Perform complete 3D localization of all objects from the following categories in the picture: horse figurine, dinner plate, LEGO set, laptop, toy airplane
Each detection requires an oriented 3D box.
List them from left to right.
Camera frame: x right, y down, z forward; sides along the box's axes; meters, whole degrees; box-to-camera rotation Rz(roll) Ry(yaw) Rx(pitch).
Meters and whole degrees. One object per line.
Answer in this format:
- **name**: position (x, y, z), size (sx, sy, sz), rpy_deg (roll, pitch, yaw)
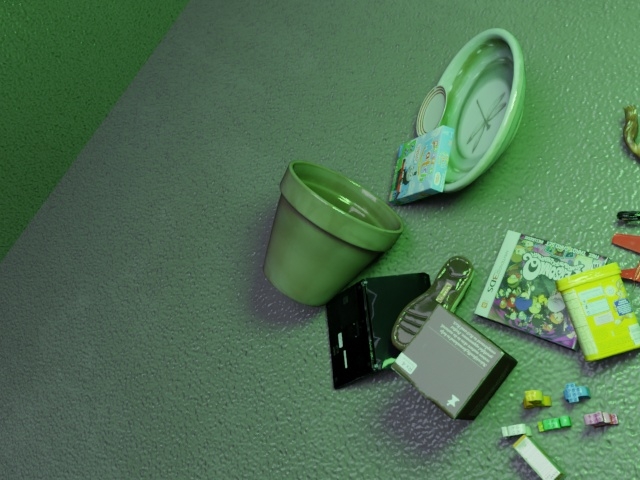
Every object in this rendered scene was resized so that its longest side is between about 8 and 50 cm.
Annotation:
- **laptop**: position (0.146, 0.221, 1.673), size (0.264, 0.136, 0.234), rpy_deg (-37, 49, 46)
- **dinner plate**: position (0.285, -0.323, 1.731), size (0.141, 0.017, 0.141), rpy_deg (-163, 90, -71)
- **LEGO set**: position (0.460, 0.336, 1.367), size (0.227, 0.093, 0.087), rpy_deg (-18, 61, 26)
- **toy airplane**: position (0.665, 0.032, 1.408), size (0.151, 0.028, 0.151), rpy_deg (-13, 64, 27)
- **horse figurine**: position (0.750, -0.203, 1.434), size (0.263, 0.066, 0.174), rpy_deg (24, 78, 35)

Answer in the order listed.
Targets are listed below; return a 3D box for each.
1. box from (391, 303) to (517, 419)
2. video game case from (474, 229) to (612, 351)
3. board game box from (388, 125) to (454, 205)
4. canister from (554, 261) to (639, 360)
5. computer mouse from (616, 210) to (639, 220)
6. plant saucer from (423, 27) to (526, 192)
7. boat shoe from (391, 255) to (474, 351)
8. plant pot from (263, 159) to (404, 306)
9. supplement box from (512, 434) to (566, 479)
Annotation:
- **box**: position (0.285, 0.259, 1.430), size (0.168, 0.203, 0.167), rpy_deg (39, 93, 27)
- **video game case**: position (0.480, 0.104, 1.488), size (0.232, 0.042, 0.210), rpy_deg (20, 83, 37)
- **board game box**: position (0.246, -0.181, 1.693), size (0.211, 0.039, 0.160), rpy_deg (-15, 60, 66)
- **canister**: position (0.558, 0.143, 1.364), size (0.126, 0.073, 0.170), rpy_deg (-18, 78, 6)
- **computer mouse**: position (0.727, -0.041, 1.380), size (0.242, 0.071, 0.041), rpy_deg (2, 92, 36)
- **plant saucer**: position (0.378, -0.296, 1.631), size (0.400, 0.100, 0.400), rpy_deg (-164, 90, -70)
- **boat shoe**: position (0.266, 0.157, 1.566), size (0.257, 0.095, 0.095), rpy_deg (-47, 62, -5)
- **plant pot**: position (0.000, 0.000, 1.706), size (0.323, 0.323, 0.280), rpy_deg (45, 112, 38)
- **supplement box**: position (0.435, 0.438, 1.358), size (0.036, 0.062, 0.098), rpy_deg (-47, 52, 6)
